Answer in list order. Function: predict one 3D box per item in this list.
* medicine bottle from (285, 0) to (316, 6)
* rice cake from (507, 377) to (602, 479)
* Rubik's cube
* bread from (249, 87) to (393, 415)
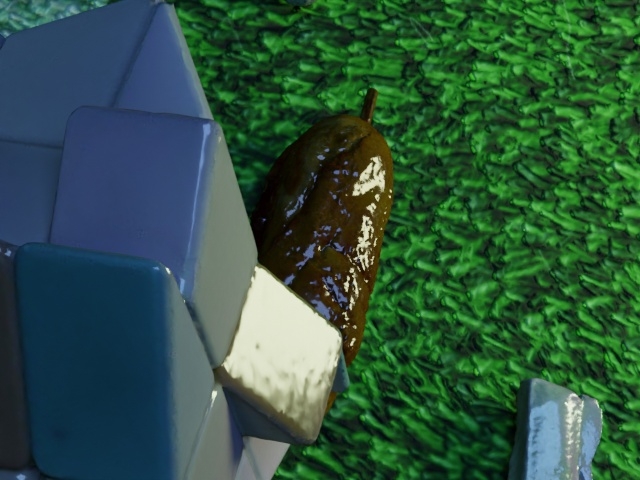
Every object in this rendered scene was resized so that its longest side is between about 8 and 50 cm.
[{"bbox_3d":[0.011,-0.320,1.250,0.090,0.053,0.208,36,61,3],"label":"medicine bottle"},{"bbox_3d":[0.193,0.259,1.050,0.081,0.051,0.290,6,67,-3],"label":"rice cake"},{"bbox_3d":[-0.172,0.045,0.830,0.358,0.387,0.368,6,57,15],"label":"Rubik's cube"},{"bbox_3d":[-0.001,0.000,1.090,0.124,0.084,0.344,22,63,-8],"label":"bread"}]
